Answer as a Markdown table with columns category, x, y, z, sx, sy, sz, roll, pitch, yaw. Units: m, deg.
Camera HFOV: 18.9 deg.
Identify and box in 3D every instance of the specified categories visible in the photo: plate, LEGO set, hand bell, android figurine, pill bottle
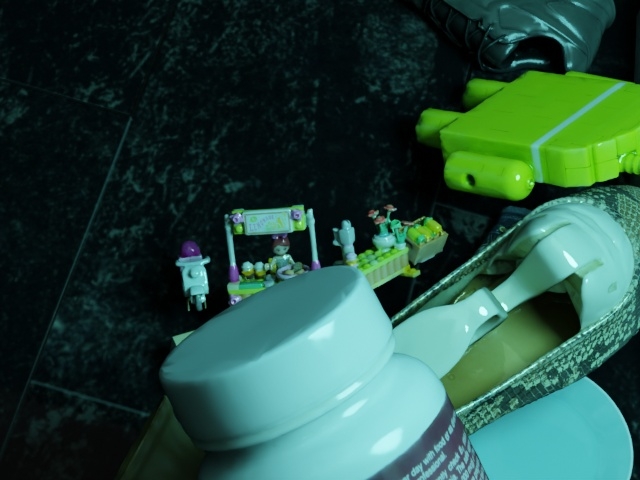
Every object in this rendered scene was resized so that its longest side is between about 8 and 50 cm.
| category | x | y | z | sx | sy | sz | roll | pitch | yaw |
| --- | --- | --- | --- | --- | --- | --- | --- | --- | --- |
| plate | 0.211 | 0.202 | 1.872 | 0.188 | 0.024 | 0.188 | 4 | 56 | -6 |
| LEGO set | 0.000 | 0.000 | 1.890 | 0.287 | 0.107 | 0.132 | -11 | 19 | -14 |
| hand bell | -0.070 | 0.256 | 1.764 | 0.242 | 0.126 | 0.126 | 30 | 57 | -5 |
| android figurine | 0.240 | -0.113 | 1.977 | 0.273 | 0.056 | 0.248 | 13 | 34 | 38 |
| pill bottle | 0.036 | 0.234 | 1.598 | 0.224 | 0.224 | 0.392 | -34 | 106 | -26 |

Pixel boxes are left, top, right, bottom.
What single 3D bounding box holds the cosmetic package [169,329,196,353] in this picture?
| category | x | y | z | sx | sy | sz | roll | pitch | yaw |
| --- | --- | --- | --- | --- | --- | --- | --- | --- | --- |
| cosmetic package | -0.084 | 0.111 | 1.873 | 0.115 | 0.041 | 0.060 | -17 | 62 | -19 |

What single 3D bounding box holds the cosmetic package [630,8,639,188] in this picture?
| category | x | y | z | sx | sy | sz | roll | pitch | yaw |
| --- | --- | --- | --- | --- | --- | --- | --- | --- | --- |
| cosmetic package | 0.481 | -0.101 | 2.066 | 0.284 | 0.097 | 0.377 | 11 | 57 | -4 |

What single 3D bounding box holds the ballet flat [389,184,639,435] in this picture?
| category | x | y | z | sx | sy | sz | roll | pitch | yaw |
| --- | --- | --- | --- | --- | --- | --- | --- | --- | --- |
| ballet flat | 0.161 | 0.080 | 1.793 | 0.483 | 0.182 | 0.164 | -34 | 69 | -14 |

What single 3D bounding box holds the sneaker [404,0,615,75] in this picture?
| category | x | y | z | sx | sy | sz | roll | pitch | yaw |
| --- | --- | --- | --- | --- | --- | --- | --- | --- | --- |
| sneaker | 0.178 | -0.257 | 2.117 | 0.286 | 0.109 | 0.130 | 17 | 63 | 5 |

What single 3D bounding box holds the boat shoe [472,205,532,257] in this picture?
| category | x | y | z | sx | sy | sz | roll | pitch | yaw |
| --- | --- | --- | --- | --- | --- | --- | --- | --- | --- |
| boat shoe | 0.252 | 0.028 | 1.965 | 0.183 | 0.065 | 0.083 | 25 | 59 | 8 |
